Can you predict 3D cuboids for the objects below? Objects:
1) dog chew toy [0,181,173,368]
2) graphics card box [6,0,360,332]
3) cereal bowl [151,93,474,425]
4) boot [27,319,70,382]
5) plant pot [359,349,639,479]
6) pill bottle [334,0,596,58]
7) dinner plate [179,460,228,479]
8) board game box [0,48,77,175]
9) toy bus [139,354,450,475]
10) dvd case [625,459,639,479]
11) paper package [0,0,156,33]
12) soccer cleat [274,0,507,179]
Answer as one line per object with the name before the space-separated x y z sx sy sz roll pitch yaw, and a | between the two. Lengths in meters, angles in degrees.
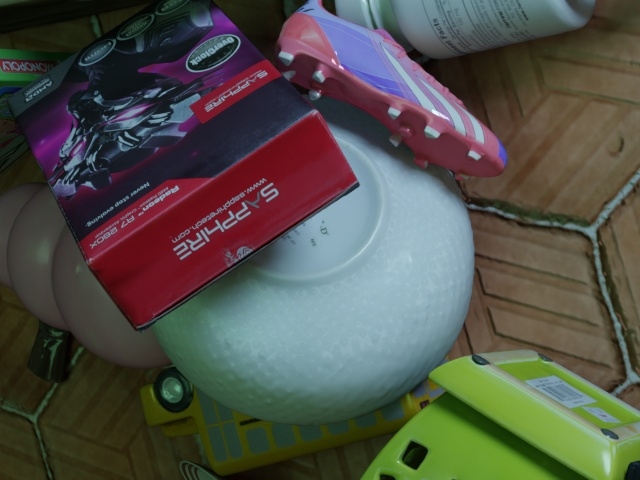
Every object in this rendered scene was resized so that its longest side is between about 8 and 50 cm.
dog chew toy | -0.250 0.019 1.644 0.332 0.207 0.206 15 102 38
graphics card box | -0.141 -0.094 1.366 0.233 0.094 0.371 -34 34 -2
cereal bowl | -0.015 -0.003 1.418 0.339 0.141 0.338 0 63 1
boot | -0.345 0.111 1.800 0.106 0.037 0.114 24 111 29
plant pot | 0.187 0.227 1.381 0.227 0.228 0.207 31 104 27
pill bottle | 0.135 -0.244 1.415 0.229 0.131 0.131 -9 90 33
dinner plate | -0.101 0.290 1.632 0.141 0.017 0.141 37 155 21
board game box | -0.421 -0.117 1.717 0.317 0.213 0.046 -34 77 30
toy bus | -0.028 0.161 1.568 0.333 0.108 0.130 -19 87 31
dvd case | 0.318 0.311 1.331 0.022 0.180 0.253 19 105 47
paper package | -0.346 -0.407 1.672 0.310 0.168 0.324 -6 92 31
soccer cleat | 0.073 -0.145 1.388 0.248 0.083 0.095 28 67 5
